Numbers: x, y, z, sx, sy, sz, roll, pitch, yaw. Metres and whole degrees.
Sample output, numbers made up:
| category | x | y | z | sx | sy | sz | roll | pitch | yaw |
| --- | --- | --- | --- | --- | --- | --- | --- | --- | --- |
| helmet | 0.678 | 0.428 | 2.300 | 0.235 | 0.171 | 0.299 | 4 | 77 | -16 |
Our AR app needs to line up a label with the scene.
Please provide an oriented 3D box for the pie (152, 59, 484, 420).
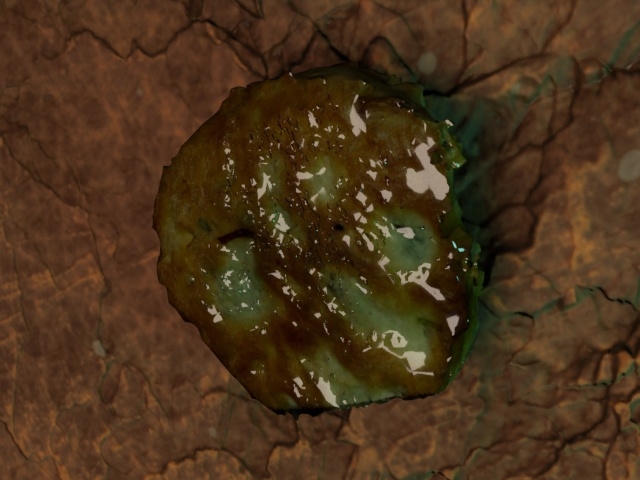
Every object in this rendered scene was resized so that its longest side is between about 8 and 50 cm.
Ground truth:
| category | x | y | z | sx | sy | sz | roll | pitch | yaw |
| --- | --- | --- | --- | --- | --- | --- | --- | --- | --- |
| pie | 0.000 | 0.000 | 1.303 | 0.355 | 0.103 | 0.288 | -16 | 96 | 42 |
